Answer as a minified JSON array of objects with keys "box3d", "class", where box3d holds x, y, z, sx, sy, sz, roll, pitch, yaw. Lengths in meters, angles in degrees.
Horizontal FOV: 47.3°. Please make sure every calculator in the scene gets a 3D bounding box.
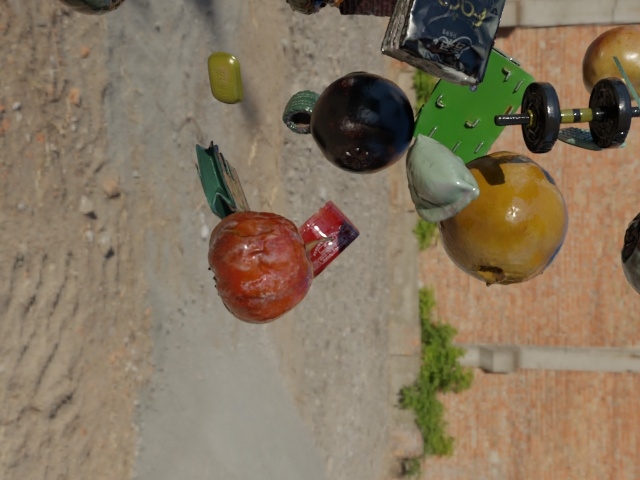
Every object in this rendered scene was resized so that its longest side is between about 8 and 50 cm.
[{"box3d":[0.579,-0.218,1.571,0.095,0.153,0.021,-23,126,-38],"class":"calculator"}]

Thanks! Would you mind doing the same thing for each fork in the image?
[{"box3d":[0.454,-0.158,1.014,0.021,0.039,0.235,-46,-126,47],"class":"fork"}]

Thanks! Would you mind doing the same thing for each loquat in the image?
[{"box3d":[0.440,-0.054,1.776,0.328,0.329,0.328,0,90,-76],"class":"loquat"}]

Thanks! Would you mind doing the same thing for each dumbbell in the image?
[{"box3d":[0.507,-0.249,1.458,0.143,0.326,0.143,176,-90,-85],"class":"dumbbell"}]

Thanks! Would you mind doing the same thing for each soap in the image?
[{"box3d":[-0.238,-0.403,1.828,0.045,0.089,0.140,-65,159,-48],"class":"soap"}]

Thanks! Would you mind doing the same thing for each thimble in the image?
[{"box3d":[-0.046,-0.400,2.288,0.118,0.135,0.090,38,54,-29],"class":"thimble"}]

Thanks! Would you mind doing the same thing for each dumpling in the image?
[{"box3d":[0.242,-0.119,1.482,0.216,0.105,0.149,47,-20,43],"class":"dumpling"}]

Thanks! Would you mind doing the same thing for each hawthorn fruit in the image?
[{"box3d":[-0.099,0.043,1.536,0.242,0.272,0.241,165,-90,-86],"class":"hawthorn fruit"}]

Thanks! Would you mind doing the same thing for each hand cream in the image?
[{"box3d":[0.000,0.000,2.225,0.149,0.230,0.230,47,16,2],"class":"hand cream"}]

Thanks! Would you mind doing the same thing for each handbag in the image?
[{"box3d":[-0.311,-0.170,2.352,0.326,0.089,0.238,56,16,-77],"class":"handbag"}]

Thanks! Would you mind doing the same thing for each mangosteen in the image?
[{"box3d":[0.129,-0.335,2.044,0.313,0.297,0.296,-45,137,-42],"class":"mangosteen"}]

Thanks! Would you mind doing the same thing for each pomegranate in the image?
[{"box3d":[0.728,-0.418,1.765,0.191,0.191,0.191,0,90,-76],"class":"pomegranate"}]

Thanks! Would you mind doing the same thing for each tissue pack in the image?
[{"box3d":[0.288,-0.520,1.580,0.123,0.245,0.332,23,-84,68],"class":"tissue pack"}]

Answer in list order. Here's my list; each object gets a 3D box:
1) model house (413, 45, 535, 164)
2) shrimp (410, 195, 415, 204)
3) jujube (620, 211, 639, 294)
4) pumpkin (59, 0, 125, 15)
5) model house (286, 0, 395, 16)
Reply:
[{"box3d":[0.477,-0.401,2.207,0.357,0.243,0.313,-60,165,23],"class":"model house"},{"box3d":[0.225,-0.079,1.542,0.038,0.092,0.029,-38,137,-18],"class":"shrimp"},{"box3d":[0.714,0.030,1.371,0.246,0.308,0.215,108,-26,-47],"class":"jujube"},{"box3d":[-0.361,-0.441,1.147,0.167,0.125,0.167,-12,113,-30],"class":"pumpkin"},{"box3d":[0.107,-0.769,2.046,0.297,0.339,0.360,-48,156,-26],"class":"model house"}]
